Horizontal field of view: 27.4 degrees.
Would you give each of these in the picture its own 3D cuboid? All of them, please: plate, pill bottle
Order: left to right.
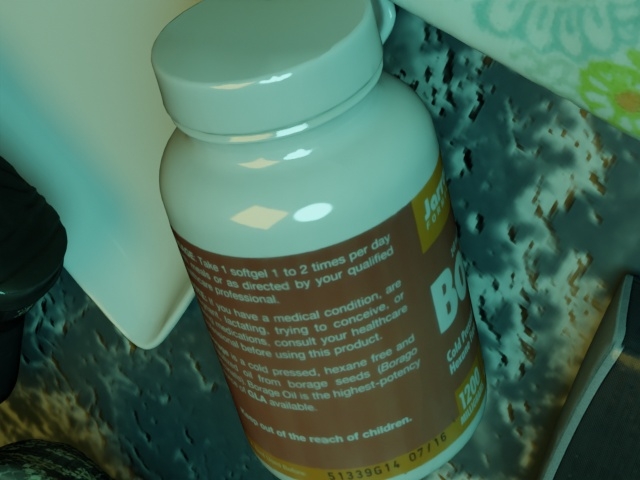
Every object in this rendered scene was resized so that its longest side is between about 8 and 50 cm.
[{"bbox_3d":[-0.113,-0.121,0.698,0.277,0.045,0.278,47,129,10],"label":"plate"},{"bbox_3d":[0.000,0.000,0.581,0.121,0.121,0.216,11,133,33],"label":"pill bottle"}]

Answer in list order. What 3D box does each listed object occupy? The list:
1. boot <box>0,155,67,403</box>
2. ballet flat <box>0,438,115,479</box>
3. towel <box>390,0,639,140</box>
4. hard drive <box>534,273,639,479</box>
[{"bbox_3d":[-0.261,-0.017,0.780,0.246,0.094,0.207,45,145,3],"label":"boot"},{"bbox_3d":[-0.025,0.287,0.721,0.483,0.182,0.164,45,110,8],"label":"ballet flat"},{"bbox_3d":[0.025,-0.208,0.426,0.374,0.090,0.320,34,154,11],"label":"towel"},{"bbox_3d":[0.167,0.159,0.603,0.172,0.054,0.255,26,122,25],"label":"hard drive"}]
